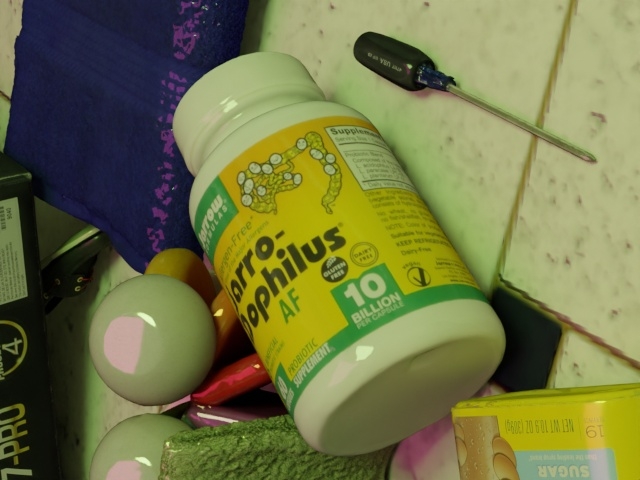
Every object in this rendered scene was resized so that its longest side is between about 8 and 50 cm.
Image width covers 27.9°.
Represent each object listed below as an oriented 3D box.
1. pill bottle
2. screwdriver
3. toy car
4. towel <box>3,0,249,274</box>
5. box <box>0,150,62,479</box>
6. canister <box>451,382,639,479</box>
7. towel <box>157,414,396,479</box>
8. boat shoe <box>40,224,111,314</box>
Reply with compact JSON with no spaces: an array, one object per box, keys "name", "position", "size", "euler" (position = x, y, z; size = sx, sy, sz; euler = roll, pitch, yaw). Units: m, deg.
[{"name":"pill bottle","position":[0.000,0.000,0.693],"size":[0.117,0.118,0.208],"euler":[-56,52,39]},{"name":"screwdriver","position":[0.079,-0.077,0.669],"size":[0.170,0.024,0.025],"euler":[28,86,40]},{"name":"toy car","position":[-0.055,0.096,0.777],"size":[0.136,0.159,0.181],"euler":[1,92,13]},{"name":"towel","position":[-0.123,-0.150,0.878],"size":[0.228,0.076,0.308],"euler":[31,118,40]},{"name":"box","position":[-0.326,0.084,1.082],"size":[0.318,0.097,0.394],"euler":[33,131,48]},{"name":"canister","position":[0.123,0.154,0.591],"size":[0.126,0.073,0.169],"euler":[-14,82,52]},{"name":"towel","position":[-0.027,0.146,0.720],"size":[0.027,0.148,0.110],"euler":[41,124,51]},{"name":"boat shoe","position":[-0.194,0.021,1.006],"size":[0.133,0.049,0.042],"euler":[-34,95,42]}]
